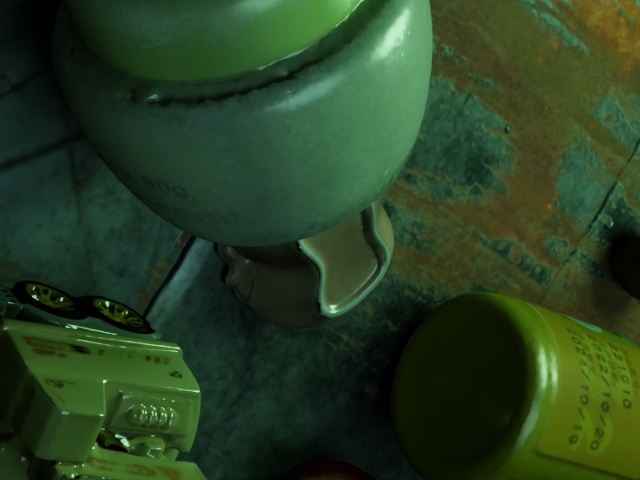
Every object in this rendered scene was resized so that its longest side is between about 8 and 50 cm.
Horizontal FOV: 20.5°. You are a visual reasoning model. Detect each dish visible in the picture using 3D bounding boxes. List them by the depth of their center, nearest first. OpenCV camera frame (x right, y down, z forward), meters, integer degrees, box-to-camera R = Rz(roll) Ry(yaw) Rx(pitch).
[{"bbox_3d":[0.000,0.000,1.795,0.213,0.090,0.213,-17,121,-31],"label":"dish"}]

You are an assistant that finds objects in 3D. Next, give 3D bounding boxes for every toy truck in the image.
[{"bbox_3d":[-0.290,0.140,1.543,0.405,0.254,0.180,16,105,-38],"label":"toy truck"}]

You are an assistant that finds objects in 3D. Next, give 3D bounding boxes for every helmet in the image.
[{"bbox_3d":[0.382,0.033,2.126,0.111,0.057,0.089,52,41,-35],"label":"helmet"}]

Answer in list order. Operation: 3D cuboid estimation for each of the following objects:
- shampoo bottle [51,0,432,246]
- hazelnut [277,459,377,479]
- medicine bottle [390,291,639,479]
[{"bbox_3d":[-0.063,-0.166,1.514,0.322,0.322,0.317,-34,134,-20],"label":"shampoo bottle"},{"bbox_3d":[0.003,0.364,1.908,0.217,0.217,0.251,18,75,-41],"label":"hazelnut"},{"bbox_3d":[0.282,0.203,2.017,0.384,0.224,0.224,20,98,-40],"label":"medicine bottle"}]
